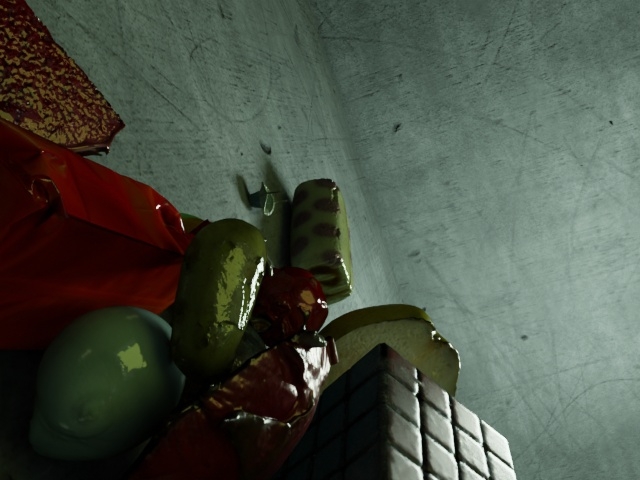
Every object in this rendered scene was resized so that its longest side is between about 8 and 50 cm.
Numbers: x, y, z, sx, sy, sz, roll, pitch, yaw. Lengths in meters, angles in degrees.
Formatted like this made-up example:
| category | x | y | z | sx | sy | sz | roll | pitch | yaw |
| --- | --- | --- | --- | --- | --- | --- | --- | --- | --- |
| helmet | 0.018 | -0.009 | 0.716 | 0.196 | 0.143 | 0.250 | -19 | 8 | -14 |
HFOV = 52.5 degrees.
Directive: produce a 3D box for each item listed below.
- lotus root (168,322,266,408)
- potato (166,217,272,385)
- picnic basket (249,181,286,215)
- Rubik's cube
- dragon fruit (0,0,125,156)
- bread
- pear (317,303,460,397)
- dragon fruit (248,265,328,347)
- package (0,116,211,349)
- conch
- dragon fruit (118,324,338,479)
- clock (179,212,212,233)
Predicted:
| category | x | y | z | sx | sy | sz | roll | pitch | yaw |
| --- | --- | --- | --- | --- | --- | --- | --- | --- | --- |
| lotus root | -0.156 | 0.176 | 0.931 | 0.160 | 0.152 | 0.275 | 55 | -6 | 4 |
| potato | -0.112 | 0.059 | 0.693 | 0.105 | 0.085 | 0.188 | 35 | 58 | -49 |
| picnic basket | -0.124 | -0.100 | 1.539 | 0.065 | 0.083 | 0.083 | 53 | 27 | -65 |
| Rubik's cube | 0.110 | 0.451 | 1.096 | 0.344 | 0.337 | 0.344 | 41 | 22 | -12 |
| dragon fruit | -0.365 | -0.169 | 0.701 | 0.274 | 0.126 | 0.161 | 53 | 33 | -29 |
| bread | 0.000 | 0.000 | 1.738 | 0.338 | 0.155 | 0.187 | -93 | 168 | -49 |
| pear | 0.097 | 0.302 | 1.400 | 0.340 | 0.386 | 0.191 | 48 | 1 | -21 |
| dragon fruit | -0.069 | 0.135 | 1.323 | 0.209 | 0.173 | 0.172 | -36 | 109 | -75 |
| package | -0.262 | 0.017 | 0.689 | 0.123 | 0.196 | 0.423 | 56 | 8 | 19 |
| conch | -0.227 | 0.168 | 0.701 | 0.121 | 0.185 | 0.221 | 50 | -19 | 25 |
| dragon fruit | -0.110 | 0.235 | 0.720 | 0.100 | 0.343 | 0.282 | 46 | 0 | 20 |
| clock | -0.187 | 0.055 | 1.044 | 0.103 | 0.144 | 0.230 | -47 | 122 | -44 |
